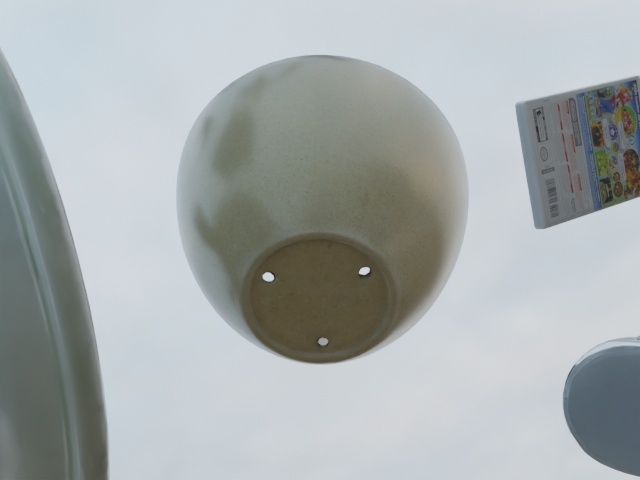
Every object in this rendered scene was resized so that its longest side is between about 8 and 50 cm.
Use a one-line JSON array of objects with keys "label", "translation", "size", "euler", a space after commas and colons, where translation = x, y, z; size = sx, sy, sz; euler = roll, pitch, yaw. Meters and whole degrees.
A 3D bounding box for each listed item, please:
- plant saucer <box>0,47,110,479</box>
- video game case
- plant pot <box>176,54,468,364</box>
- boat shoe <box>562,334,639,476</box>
[{"label": "plant saucer", "translation": [-0.266, 0.036, 0.686], "size": [0.100, 0.400, 0.400], "euler": [-15, -35, -29]}, {"label": "video game case", "translation": [0.188, -0.064, 0.668], "size": [0.122, 0.087, 0.011], "euler": [-16, 9, -32]}, {"label": "plant pot", "translation": [0.000, 0.000, 0.856], "size": [0.284, 0.191, 0.284], "euler": [1, -60, 1]}, {"label": "boat shoe", "translation": [0.305, 0.120, 0.570], "size": [0.306, 0.113, 0.105], "euler": [6, 10, 26]}]
